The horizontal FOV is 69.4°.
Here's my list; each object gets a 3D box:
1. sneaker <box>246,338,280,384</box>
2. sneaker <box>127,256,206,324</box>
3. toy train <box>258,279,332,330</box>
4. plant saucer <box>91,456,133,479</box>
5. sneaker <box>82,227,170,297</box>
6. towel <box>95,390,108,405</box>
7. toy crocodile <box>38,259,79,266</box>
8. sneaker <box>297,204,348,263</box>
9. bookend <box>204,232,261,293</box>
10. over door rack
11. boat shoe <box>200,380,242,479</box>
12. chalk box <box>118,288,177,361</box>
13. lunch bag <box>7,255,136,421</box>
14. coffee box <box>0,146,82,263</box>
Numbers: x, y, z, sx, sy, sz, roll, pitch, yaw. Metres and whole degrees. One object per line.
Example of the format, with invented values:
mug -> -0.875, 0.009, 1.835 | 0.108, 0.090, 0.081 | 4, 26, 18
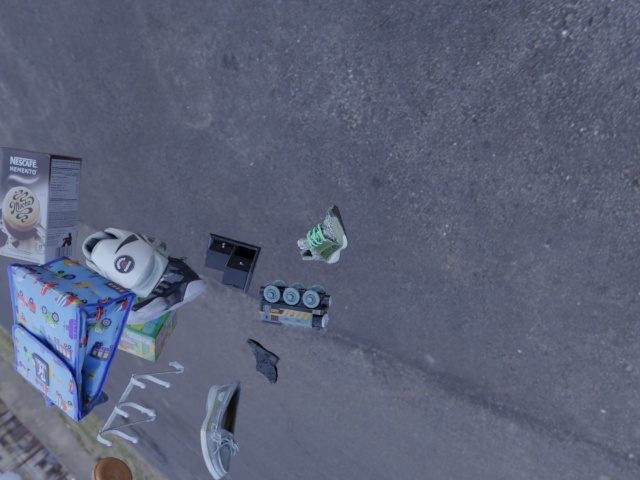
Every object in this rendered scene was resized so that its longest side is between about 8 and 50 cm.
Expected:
sneaker -> -0.212, 0.428, 1.643 | 0.170, 0.089, 0.051 | 30, 177, 17
sneaker -> -0.493, 0.142, 1.402 | 0.153, 0.268, 0.101 | 55, 139, 10
toy train -> -0.114, 0.284, 2.017 | 0.334, 0.142, 0.190 | 6, 101, 14
plant saucer -> -0.403, 0.461, 0.902 | 0.083, 0.083, 0.013 | 45, 102, 6
sneaker -> -0.405, 0.026, 0.952 | 0.146, 0.122, 0.330 | 31, 166, -21
towel -> -0.748, 0.518, 1.527 | 0.067, 0.029, 0.119 | 41, 170, 5
toy crocodile -> -0.881, 0.046, 1.571 | 0.105, 0.115, 0.340 | 119, 143, -74
sneaker -> 0.000, 0.000, 1.940 | 0.410, 0.182, 0.158 | 104, 151, -61
bookend -> -0.260, 0.061, 1.302 | 0.157, 0.156, 0.072 | 16, 114, -5
over door rack -> -0.605, 0.570, 1.631 | 0.108, 0.239, 0.324 | 31, 179, 11
boat shoe -> -0.307, 0.592, 1.477 | 0.103, 0.320, 0.118 | -18, 123, 6
chalk box -> -0.618, 0.270, 1.616 | 0.180, 0.179, 0.289 | 22, 142, -1
lunch bag -> -0.537, 0.212, 0.966 | 0.221, 0.138, 0.293 | 22, 105, 23
coffee box -> -0.784, -0.099, 1.291 | 0.168, 0.119, 0.297 | 9, 98, 14
